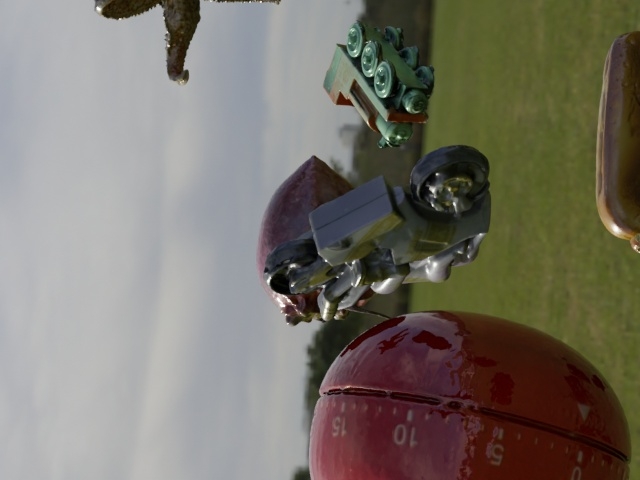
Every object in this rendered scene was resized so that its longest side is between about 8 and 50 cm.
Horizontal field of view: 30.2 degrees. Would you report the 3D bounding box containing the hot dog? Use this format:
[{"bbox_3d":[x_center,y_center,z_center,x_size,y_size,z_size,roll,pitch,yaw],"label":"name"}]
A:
[{"bbox_3d":[0.302,-0.094,1.077,0.068,0.100,0.249,83,-163,-53],"label":"hot dog"}]

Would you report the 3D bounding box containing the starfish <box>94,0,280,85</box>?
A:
[{"bbox_3d":[-0.197,-0.384,1.714,0.113,0.303,0.312,-12,74,56],"label":"starfish"}]

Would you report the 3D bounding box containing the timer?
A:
[{"bbox_3d":[0.178,0.239,1.416,0.378,0.378,0.279,85,-162,-73],"label":"timer"}]

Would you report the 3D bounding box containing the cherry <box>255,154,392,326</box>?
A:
[{"bbox_3d":[0.000,0.000,1.730,0.175,0.192,0.249,-52,-44,-80],"label":"cherry"}]

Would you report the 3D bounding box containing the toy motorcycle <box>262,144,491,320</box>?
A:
[{"bbox_3d":[0.069,-0.001,1.008,0.152,0.225,0.073,26,-140,-46],"label":"toy motorcycle"}]

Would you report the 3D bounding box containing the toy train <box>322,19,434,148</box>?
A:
[{"bbox_3d":[0.070,-0.180,1.391,0.176,0.074,0.118,60,141,44],"label":"toy train"}]
